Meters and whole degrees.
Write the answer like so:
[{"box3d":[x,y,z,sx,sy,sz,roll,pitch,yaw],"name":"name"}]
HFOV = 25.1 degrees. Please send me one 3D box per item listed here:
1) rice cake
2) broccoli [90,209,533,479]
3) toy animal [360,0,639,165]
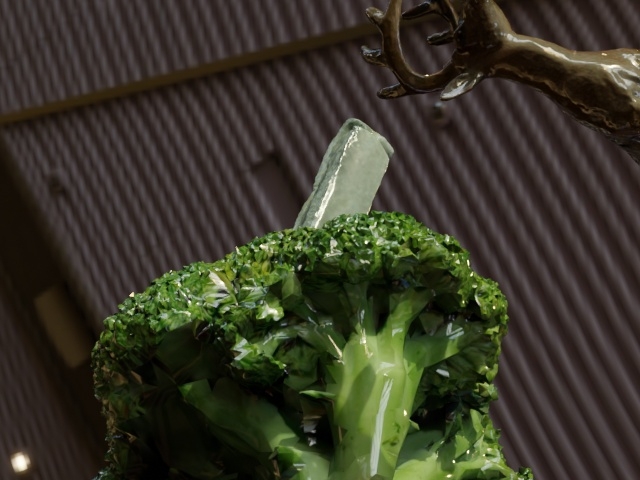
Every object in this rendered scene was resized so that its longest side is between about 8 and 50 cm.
[{"box3d":[0.000,0.000,1.515,0.066,0.336,0.063,43,-39,-22],"name":"rice cake"},{"box3d":[-0.007,0.166,1.129,0.413,0.321,0.310,-45,-123,10],"name":"broccoli"},{"box3d":[0.176,-0.087,0.909,0.260,0.243,0.087,3,-117,48],"name":"toy animal"}]
